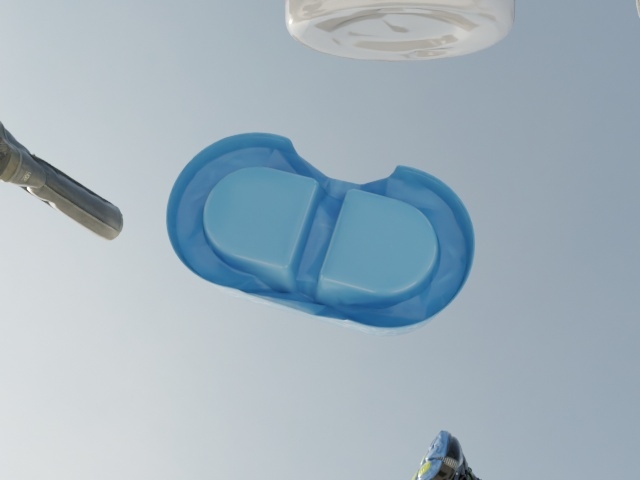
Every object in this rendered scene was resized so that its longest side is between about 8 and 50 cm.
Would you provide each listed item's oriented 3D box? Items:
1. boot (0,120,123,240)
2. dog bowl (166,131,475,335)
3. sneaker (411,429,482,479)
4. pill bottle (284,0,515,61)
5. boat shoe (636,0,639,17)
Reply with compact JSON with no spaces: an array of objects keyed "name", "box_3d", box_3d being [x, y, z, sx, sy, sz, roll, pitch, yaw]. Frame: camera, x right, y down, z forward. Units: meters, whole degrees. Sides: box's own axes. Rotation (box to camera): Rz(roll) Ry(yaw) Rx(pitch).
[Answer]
[{"name":"boot","box_3d":[-0.405,-0.090,1.705,0.076,0.208,0.189,-55,-140,12]},{"name":"dog bowl","box_3d":[0.000,0.000,1.109,0.297,0.166,0.074,15,-21,10]},{"name":"sneaker","box_3d":[0.135,0.238,1.079,0.078,0.067,0.188,21,-25,29]},{"name":"pill bottle","box_3d":[0.038,-0.184,0.540,0.108,0.108,0.180,-2,-96,32]},{"name":"boat shoe","box_3d":[0.360,-0.239,1.127,0.095,0.084,0.258,-23,-114,22]}]
